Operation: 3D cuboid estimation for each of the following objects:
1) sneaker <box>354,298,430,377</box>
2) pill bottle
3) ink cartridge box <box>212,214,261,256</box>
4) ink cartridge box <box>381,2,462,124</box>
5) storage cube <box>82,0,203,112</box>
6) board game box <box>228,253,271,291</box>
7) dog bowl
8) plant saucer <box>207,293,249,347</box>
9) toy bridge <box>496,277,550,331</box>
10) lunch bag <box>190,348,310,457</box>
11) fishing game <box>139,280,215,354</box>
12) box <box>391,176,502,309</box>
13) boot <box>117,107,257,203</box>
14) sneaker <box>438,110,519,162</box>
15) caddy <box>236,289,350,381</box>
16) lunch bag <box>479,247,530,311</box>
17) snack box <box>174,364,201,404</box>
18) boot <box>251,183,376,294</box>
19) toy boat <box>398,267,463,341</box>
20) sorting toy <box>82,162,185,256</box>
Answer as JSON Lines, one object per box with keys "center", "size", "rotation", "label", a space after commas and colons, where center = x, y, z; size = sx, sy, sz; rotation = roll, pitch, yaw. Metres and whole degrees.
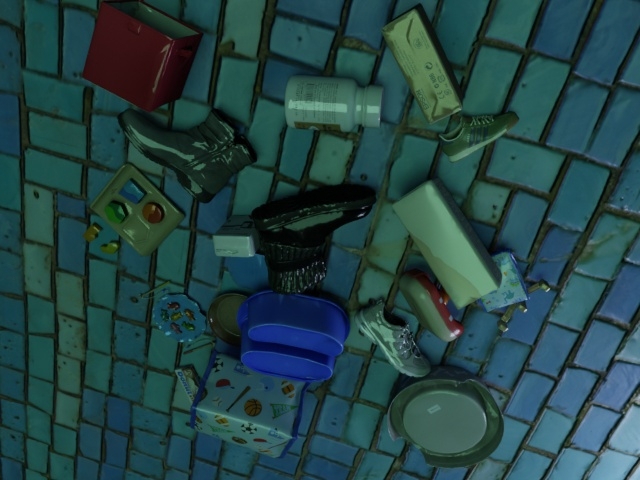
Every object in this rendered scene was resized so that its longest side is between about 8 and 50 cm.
{"center": [0.231, 0.290, 1.606], "size": [0.281, 0.105, 0.115], "rotation": [43, 114, -9], "label": "sneaker"}
{"center": [0.036, -0.333, 1.342], "size": [0.229, 0.131, 0.131], "rotation": [6, 115, 9], "label": "pill bottle"}
{"center": [-0.220, -0.015, 1.525], "size": [0.109, 0.150, 0.063], "rotation": [1, 115, 12], "label": "ink cartridge box"}
{"center": [0.235, -0.401, 1.237], "size": [0.088, 0.193, 0.234], "rotation": [-24, 107, 22], "label": "ink cartridge box"}
{"center": [-0.433, -0.456, 1.347], "size": [0.215, 0.183, 0.193], "rotation": [28, 117, -3], "label": "storage cube"}
{"center": [-0.191, 0.087, 1.637], "size": [0.169, 0.033, 0.133], "rotation": [12, 122, 10], "label": "board game box"}
{"center": [0.382, 0.538, 1.694], "size": [0.349, 0.102, 0.348], "rotation": [4, 115, 9], "label": "dog bowl"}
{"center": [-0.256, 0.245, 1.718], "size": [0.199, 0.036, 0.198], "rotation": [4, 114, 9], "label": "plant saucer"}
{"center": [0.554, 0.174, 1.513], "size": [0.026, 0.063, 0.188], "rotation": [33, 118, -5], "label": "toy bridge"}
{"center": [-0.230, 0.537, 1.733], "size": [0.328, 0.238, 0.385], "rotation": [19, 142, 0], "label": "lunch bag"}
{"center": [-0.457, 0.257, 1.762], "size": [0.189, 0.041, 0.264], "rotation": [-21, 109, 22], "label": "fishing game"}
{"center": [0.324, 0.000, 1.389], "size": [0.121, 0.148, 0.311], "rotation": [-34, 86, 23], "label": "box"}
{"center": [-0.347, -0.281, 1.464], "size": [0.223, 0.118, 0.338], "rotation": [-41, 112, 21], "label": "boot"}
{"center": [0.378, -0.274, 1.339], "size": [0.192, 0.064, 0.086], "rotation": [-32, 110, 25], "label": "sneaker"}
{"center": [-0.080, 0.269, 1.614], "size": [0.342, 0.179, 0.241], "rotation": [13, 125, -9], "label": "caddy"}
{"center": [0.473, 0.100, 1.477], "size": [0.129, 0.096, 0.151], "rotation": [-23, 118, 20], "label": "lunch bag"}
{"center": [-0.436, 0.506, 1.881], "size": [0.064, 0.022, 0.178], "rotation": [-12, 112, 17], "label": "snack box"}
{"center": [-0.001, -0.002, 1.501], "size": [0.348, 0.131, 0.260], "rotation": [-12, 119, 6], "label": "boot"}
{"center": [0.333, 0.164, 1.527], "size": [0.151, 0.151, 0.231], "rotation": [-34, 106, -7], "label": "toy boat"}
{"center": [-0.579, -0.054, 1.640], "size": [0.229, 0.041, 0.307], "rotation": [44, 115, -10], "label": "sorting toy"}
